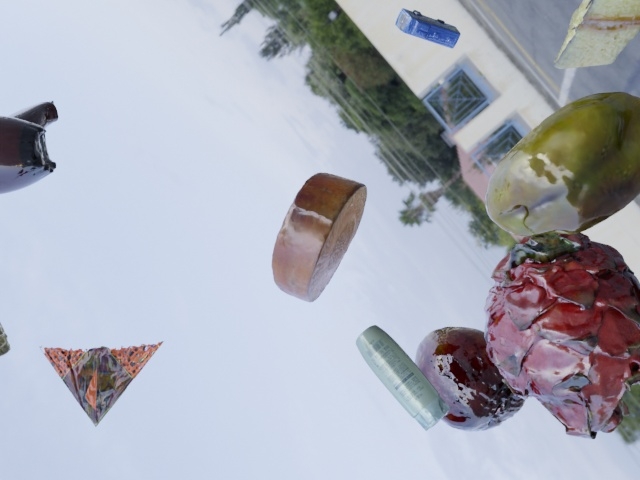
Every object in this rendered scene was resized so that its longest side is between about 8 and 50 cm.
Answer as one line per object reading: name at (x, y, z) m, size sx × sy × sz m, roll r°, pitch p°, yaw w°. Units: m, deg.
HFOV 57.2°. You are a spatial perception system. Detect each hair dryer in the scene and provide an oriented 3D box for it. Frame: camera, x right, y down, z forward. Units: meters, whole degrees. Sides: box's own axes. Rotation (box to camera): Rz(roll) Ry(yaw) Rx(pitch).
hair dryer at (-0.569, -0.180, 0.999) m, size 0.340 × 0.312 × 0.123 m, roll -87°, pitch -7°, yaw -61°

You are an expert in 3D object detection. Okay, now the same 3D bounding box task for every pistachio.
pistachio at (0.252, -0.076, 0.577) m, size 0.110 × 0.189 × 0.100 m, roll 55°, pitch -173°, yaw -39°

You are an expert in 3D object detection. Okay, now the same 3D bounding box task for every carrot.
carrot at (0.000, 0.000, 1.246) m, size 0.100 × 0.307 × 0.258 m, roll 30°, pitch -131°, yaw 17°

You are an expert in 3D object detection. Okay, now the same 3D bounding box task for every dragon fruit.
dragon fruit at (0.347, 0.128, 0.843) m, size 0.244 × 0.244 × 0.299 m, roll 16°, pitch -112°, yaw -62°

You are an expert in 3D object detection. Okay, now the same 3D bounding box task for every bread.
bread at (0.550, -0.445, 1.101) m, size 0.141 × 0.178 × 0.266 m, roll 40°, pitch 159°, yaw 14°

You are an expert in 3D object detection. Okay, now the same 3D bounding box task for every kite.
kite at (-0.339, 0.219, 0.892) m, size 0.008 × 0.222 × 0.125 m, roll 32°, pitch -126°, yaw -72°

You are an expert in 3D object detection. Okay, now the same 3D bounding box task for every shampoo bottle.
shampoo bottle at (0.149, 0.252, 1.096) m, size 0.212 × 0.072 × 0.049 m, roll 50°, pitch 179°, yaw 25°

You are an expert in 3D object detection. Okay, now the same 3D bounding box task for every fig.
fig at (0.329, 0.305, 1.318) m, size 0.263 × 0.224 × 0.224 m, roll 25°, pitch -172°, yaw 22°

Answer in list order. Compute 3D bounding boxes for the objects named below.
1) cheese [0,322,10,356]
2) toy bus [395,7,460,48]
cheese at (-0.644, 0.145, 1.048) m, size 0.094 × 0.123 × 0.167 m, roll -149°, pitch 40°, yaw -75°
toy bus at (0.254, -0.498, 1.380) m, size 0.152 × 0.051 × 0.061 m, roll 9°, pitch -145°, yaw -23°
